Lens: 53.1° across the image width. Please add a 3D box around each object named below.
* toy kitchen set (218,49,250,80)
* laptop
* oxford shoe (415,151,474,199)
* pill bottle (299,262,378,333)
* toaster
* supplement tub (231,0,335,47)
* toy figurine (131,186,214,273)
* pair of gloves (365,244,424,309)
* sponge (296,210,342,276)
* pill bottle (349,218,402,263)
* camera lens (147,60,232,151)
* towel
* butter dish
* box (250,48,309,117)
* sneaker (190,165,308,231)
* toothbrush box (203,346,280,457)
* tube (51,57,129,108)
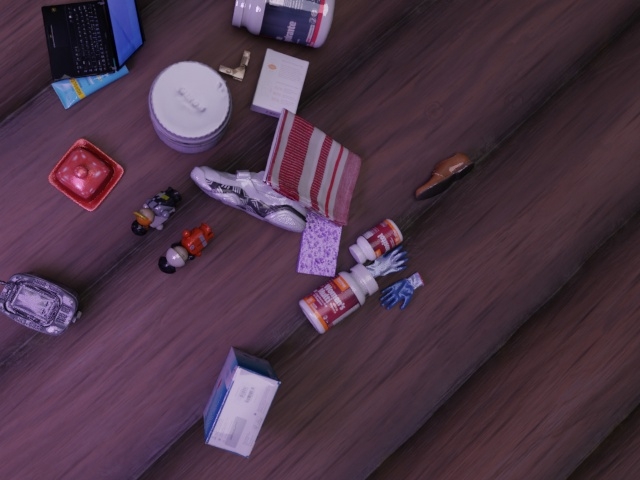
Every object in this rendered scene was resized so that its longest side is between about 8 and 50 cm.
[{"bbox_3d":[-0.249,-0.523,1.871,0.075,0.068,0.083,17,87,-11],"label":"toy kitchen set"},{"bbox_3d":[-0.619,-0.583,1.736,0.265,0.136,0.234,-11,77,-12],"label":"laptop"},{"bbox_3d":[0.377,-0.202,2.014,0.212,0.076,0.076,-34,67,-7],"label":"oxford shoe"},{"bbox_3d":[0.056,0.170,1.915,0.221,0.121,0.121,-35,97,-9],"label":"pill bottle"},{"bbox_3d":[-0.763,0.163,1.735,0.227,0.146,0.129,26,85,-11],"label":"toaster"},{"bbox_3d":[-0.106,-0.673,1.837,0.272,0.191,0.191,9,89,-11],"label":"supplement tub"},{"bbox_3d":[-0.420,-0.022,1.770,0.148,0.213,0.209,-44,99,-22],"label":"toy figurine"},{"bbox_3d":[0.231,0.117,2.001,0.159,0.023,0.198,-31,96,-8],"label":"pair of gloves"},{"bbox_3d":[0.000,0.000,1.947,0.117,0.031,0.210,9,89,-12],"label":"sponge"},{"bbox_3d":[0.168,0.007,1.954,0.152,0.086,0.086,-34,97,-9],"label":"pill bottle"},{"bbox_3d":[-0.354,-0.357,1.747,0.220,0.274,0.219,0,91,-11],"label":"camera lens"},{"bbox_3d":[-0.012,-0.204,1.838,0.329,0.037,0.237,27,69,-41],"label":"towel"},{"bbox_3d":[-0.654,-0.185,1.768,0.160,0.118,0.160,38,84,-9],"label":"butter dish"},{"bbox_3d":[-0.122,-0.455,1.887,0.130,0.091,0.170,16,88,-11],"label":"box"},{"bbox_3d":[-0.178,-0.181,1.861,0.366,0.137,0.210,24,84,-15],"label":"sneaker"},{"bbox_3d":[-0.224,0.436,1.773,0.126,0.295,0.216,24,87,-10],"label":"toothbrush box"},{"bbox_3d":[-0.644,-0.452,1.806,0.207,0.052,0.080,-29,85,-5],"label":"tube"}]
